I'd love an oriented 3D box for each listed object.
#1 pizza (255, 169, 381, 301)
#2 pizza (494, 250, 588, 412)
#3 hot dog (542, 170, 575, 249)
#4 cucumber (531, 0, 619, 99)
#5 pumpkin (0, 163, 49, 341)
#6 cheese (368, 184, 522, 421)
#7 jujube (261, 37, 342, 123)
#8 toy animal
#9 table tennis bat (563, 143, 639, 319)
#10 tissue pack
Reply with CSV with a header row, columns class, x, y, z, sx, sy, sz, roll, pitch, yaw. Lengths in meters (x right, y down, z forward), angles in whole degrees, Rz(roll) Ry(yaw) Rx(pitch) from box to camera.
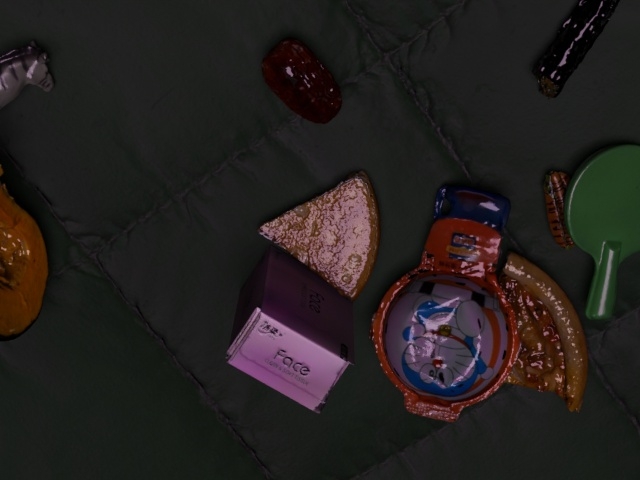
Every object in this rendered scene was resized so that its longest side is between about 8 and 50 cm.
class,x,y,z,sx,sy,sz,roll,pitch,yaw
pizza,0.000,0.000,1.917,0.176,0.036,0.185,-6,100,7
pizza,0.312,0.136,1.961,0.134,0.056,0.271,-13,110,4
hot dog,0.340,-0.042,1.902,0.049,0.037,0.122,-18,112,4
cucumber,0.343,-0.271,1.809,0.053,0.053,0.181,32,106,-11
pumpkin,-0.530,0.013,1.821,0.232,0.242,0.325,-5,133,19
cheese,0.184,0.088,1.901,0.217,0.129,0.329,14,95,16
jujube,-0.024,-0.211,1.826,0.077,0.077,0.129,-36,115,13
toy animal,-0.480,-0.212,1.836,0.217,0.073,0.176,23,104,-3
table tennis bat,0.408,-0.011,1.901,0.160,0.039,0.257,2,106,-15
tissue pack,-0.039,0.114,1.856,0.148,0.246,0.092,30,109,-10
